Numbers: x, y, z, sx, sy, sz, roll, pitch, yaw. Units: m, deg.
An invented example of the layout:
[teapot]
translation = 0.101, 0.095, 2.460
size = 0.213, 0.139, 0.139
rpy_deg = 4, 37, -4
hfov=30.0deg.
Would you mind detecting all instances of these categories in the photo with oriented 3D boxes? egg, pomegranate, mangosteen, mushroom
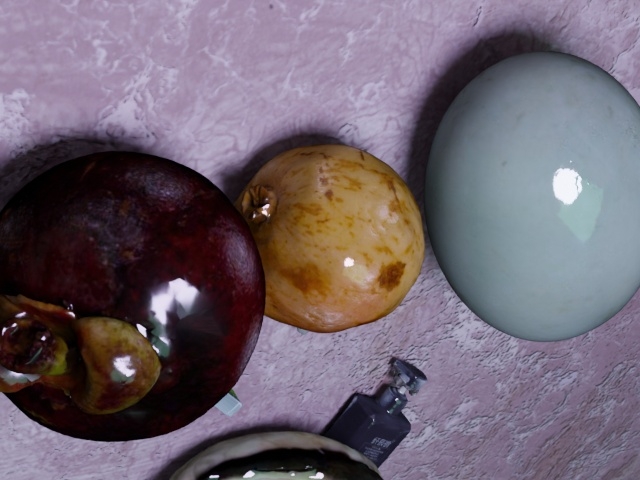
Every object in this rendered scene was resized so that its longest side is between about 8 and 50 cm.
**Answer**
[egg]
translation = 0.259, -0.043, 1.390
size = 0.276, 0.276, 0.389
rpy_deg = -27, 135, -12
[pomegranate]
translation = 0.000, 0.000, 1.298
size = 0.215, 0.215, 0.215
rpy_deg = -19, 135, -20
[mangosteen]
translation = -0.193, 0.066, 1.159
size = 0.297, 0.293, 0.297
rpy_deg = -9, 125, -14
[mushroom]
translation = -0.069, 0.357, 1.597
size = 0.344, 0.130, 0.247
rpy_deg = -8, 127, -5

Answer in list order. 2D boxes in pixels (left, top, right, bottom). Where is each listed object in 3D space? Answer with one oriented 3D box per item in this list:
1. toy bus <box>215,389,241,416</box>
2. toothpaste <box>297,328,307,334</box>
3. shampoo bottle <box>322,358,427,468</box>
[toy bus]
translation = -0.134, 0.187, 1.501
size = 0.031, 0.037, 0.083
rpy_deg = -41, 138, 2
[toothpaste]
translation = 0.004, 0.034, 1.464
size = 0.057, 0.035, 0.197
rpy_deg = -7, 127, -38
[shampoo bottle]
translation = 0.044, 0.301, 1.701
size = 0.098, 0.071, 0.309
rpy_deg = 25, 110, -44
